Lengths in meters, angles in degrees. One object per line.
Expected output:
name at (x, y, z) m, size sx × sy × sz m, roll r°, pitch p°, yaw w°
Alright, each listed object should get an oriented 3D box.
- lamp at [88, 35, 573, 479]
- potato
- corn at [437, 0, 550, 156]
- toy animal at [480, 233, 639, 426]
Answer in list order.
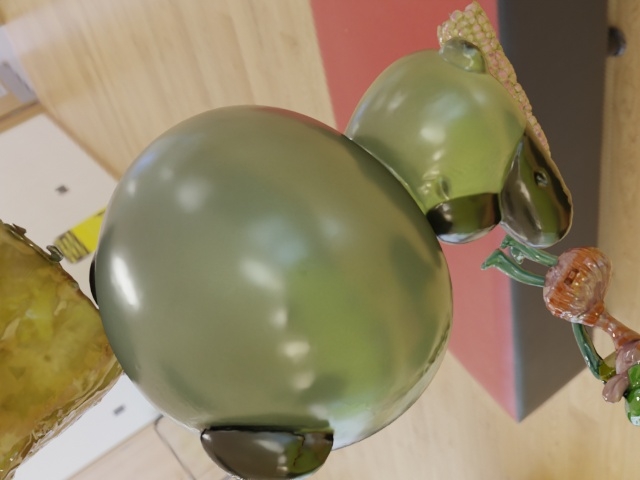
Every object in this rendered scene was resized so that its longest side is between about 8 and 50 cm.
lamp at (0.000, 0.000, 0.436) m, size 0.197 × 0.244 × 0.197 m, roll 48°, pitch 164°, yaw 19°
potato at (-0.327, 0.110, 0.574) m, size 0.289 × 0.237 × 0.300 m, roll 10°, pitch 143°, yaw 22°
corn at (0.304, -0.255, 1.451) m, size 0.335 × 0.127 × 0.127 m, roll 62°, pitch 159°, yaw -14°
toy animal at (0.239, 0.072, 0.731) m, size 0.208 × 0.100 × 0.103 m, roll 46°, pitch 154°, yaw 25°
